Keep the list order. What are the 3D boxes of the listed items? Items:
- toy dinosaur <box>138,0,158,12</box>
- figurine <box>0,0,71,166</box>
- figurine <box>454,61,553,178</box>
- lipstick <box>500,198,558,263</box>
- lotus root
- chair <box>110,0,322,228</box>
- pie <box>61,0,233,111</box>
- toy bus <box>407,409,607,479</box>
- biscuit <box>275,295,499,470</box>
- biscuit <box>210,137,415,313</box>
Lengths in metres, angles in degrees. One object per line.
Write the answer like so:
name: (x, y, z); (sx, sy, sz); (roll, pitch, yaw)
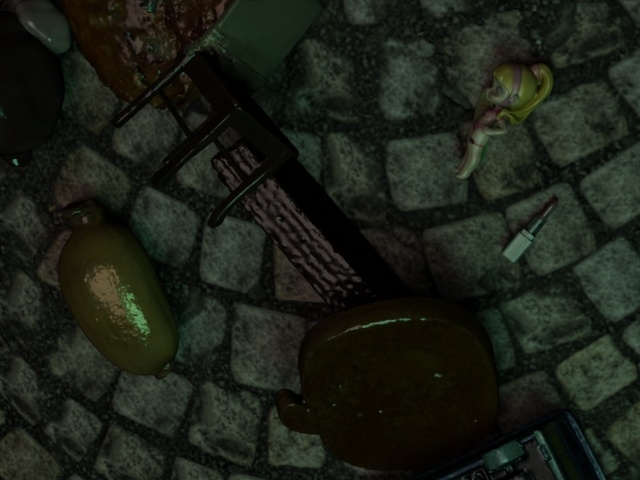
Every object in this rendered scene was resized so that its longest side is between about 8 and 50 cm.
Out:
toy dinosaur: (-0.216, -0.373, 1.713); (0.363, 0.076, 0.147); (38, 107, 24)
figurine: (-0.521, -0.197, 1.937); (0.365, 0.206, 0.218); (-25, 77, 47)
figurine: (0.240, -0.164, 1.756); (0.083, 0.083, 0.187); (30, 108, 5)
lipstick: (0.294, -0.016, 1.812); (0.025, 0.025, 0.107); (38, 108, 1)
lotus root: (-0.309, 0.082, 1.966); (0.146, 0.131, 0.303); (-21, 101, 21)
chair: (-0.101, -0.199, 1.722); (0.319, 0.160, 0.186); (-43, 51, 7)
pie: (-0.233, -0.330, 1.824); (0.308, 0.085, 0.308); (5, 105, 18)
toy bus: (0.237, 0.379, 1.869); (0.312, 0.190, 0.152); (-30, 82, 23)
biscuit: (0.093, 0.207, 1.831); (0.314, 0.063, 0.367); (-12, 138, 6)
biscuit: (0.000, 0.000, 1.859); (0.073, 0.107, 0.388); (-40, 94, 24)
